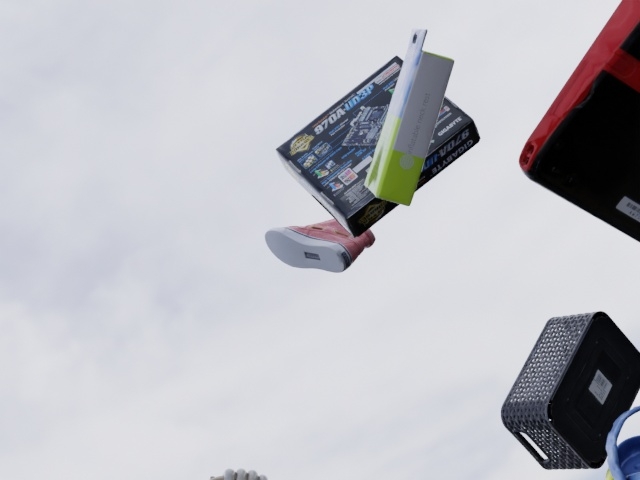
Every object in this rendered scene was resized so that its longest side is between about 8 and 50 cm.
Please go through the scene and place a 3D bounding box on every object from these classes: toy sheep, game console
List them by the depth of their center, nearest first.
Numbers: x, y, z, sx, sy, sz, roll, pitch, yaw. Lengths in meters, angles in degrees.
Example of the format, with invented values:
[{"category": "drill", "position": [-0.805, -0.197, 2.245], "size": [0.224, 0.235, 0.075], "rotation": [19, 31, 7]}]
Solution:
[{"category": "game console", "position": [0.448, -0.147, 1.804], "size": [0.386, 0.060, 0.342], "rotation": [26, -73, -33]}, {"category": "toy sheep", "position": [-0.094, 0.340, 2.032], "size": [0.132, 0.091, 0.091], "rotation": [16, -45, -10]}]

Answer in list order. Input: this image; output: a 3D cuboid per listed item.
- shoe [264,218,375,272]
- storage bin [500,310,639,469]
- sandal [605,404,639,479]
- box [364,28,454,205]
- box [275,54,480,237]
[{"category": "shoe", "position": [0.000, 0.000, 2.396], "size": [0.081, 0.178, 0.063], "rotation": [-38, -57, -33]}, {"category": "storage bin", "position": [0.323, 0.191, 1.993], "size": [0.084, 0.122, 0.180], "rotation": [-11, 38, 52]}, {"category": "sandal", "position": [0.387, 0.281, 1.653], "size": [0.126, 0.317, 0.138], "rotation": [-25, -58, -12]}, {"category": "box", "position": [0.094, -0.130, 1.645], "size": [0.109, 0.042, 0.178], "rotation": [-121, 48, -81]}, {"category": "box", "position": [0.076, -0.128, 2.107], "size": [0.220, 0.175, 0.051], "rotation": [-39, -38, -8]}]
